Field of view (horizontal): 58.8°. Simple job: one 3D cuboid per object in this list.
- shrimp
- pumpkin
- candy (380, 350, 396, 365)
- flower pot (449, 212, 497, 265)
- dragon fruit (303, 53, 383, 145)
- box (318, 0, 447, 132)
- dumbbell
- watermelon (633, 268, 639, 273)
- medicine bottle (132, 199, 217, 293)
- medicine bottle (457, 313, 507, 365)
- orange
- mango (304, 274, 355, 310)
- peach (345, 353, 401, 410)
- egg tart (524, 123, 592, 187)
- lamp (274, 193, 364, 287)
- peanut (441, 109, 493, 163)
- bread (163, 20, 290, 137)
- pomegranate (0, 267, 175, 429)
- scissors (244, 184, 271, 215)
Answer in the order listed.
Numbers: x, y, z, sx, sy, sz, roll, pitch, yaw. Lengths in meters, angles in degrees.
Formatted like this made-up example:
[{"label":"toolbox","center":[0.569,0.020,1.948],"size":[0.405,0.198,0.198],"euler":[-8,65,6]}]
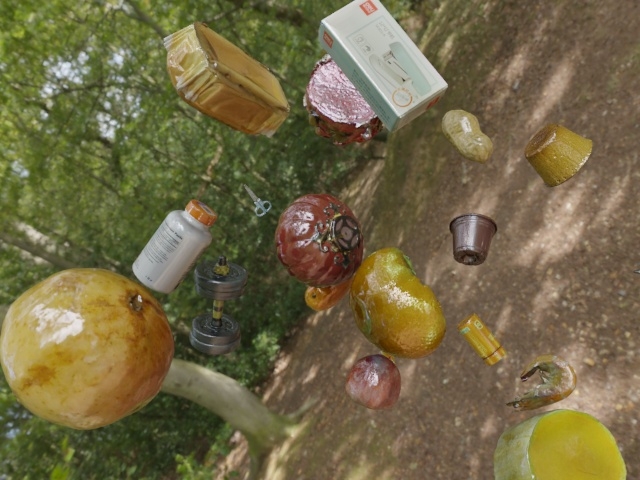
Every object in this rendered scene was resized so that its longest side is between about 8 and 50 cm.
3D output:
[{"label":"shrimp","center":[0.683,0.456,1.782],"size":[0.249,0.068,0.150],"euler":[-43,45,22]},{"label":"pumpkin","center":[0.666,0.627,1.577],"size":[0.199,0.332,0.332],"euler":[83,-153,-58]},{"label":"candy","center":[0.219,0.384,1.819],"size":[0.062,0.038,0.122],"euler":[59,-163,-73]},{"label":"flower pot","center":[0.344,0.005,1.289],"size":[0.111,0.111,0.089],"euler":[121,164,-58]},{"label":"dragon fruit","center":[0.083,-0.463,2.050],"size":[0.263,0.296,0.314],"euler":[94,-177,-71]},{"label":"box","center":[0.121,-0.363,1.157],"size":[0.135,0.269,0.079],"euler":[-34,-9,-12]},{"label":"dumbbell","center":[-0.355,0.230,1.967],"size":[0.185,0.185,0.388],"euler":[-72,-7,-69]},{"label":"watermelon","center":[0.860,0.050,1.187],"size":[0.359,0.279,0.279],"euler":[-19,41,56]},{"label":"medicine bottle","center":[-0.441,0.013,1.761],"size":[0.288,0.157,0.157],"euler":[-52,5,10]},{"label":"medicine bottle","center":[0.632,0.389,2.230],"size":[0.096,0.192,0.096],"euler":[-38,-8,-6]},{"label":"orange","center":[0.198,0.177,1.607],"size":[0.262,0.196,0.334],"euler":[-62,40,37]},{"label":"mango","center":[0.046,0.170,1.996],"size":[0.217,0.102,0.141],"euler":[-32,-46,-36]},{"label":"peach","center":[0.151,0.381,1.548],"size":[0.152,0.152,0.152],"euler":[-64,3,6]},{"label":"egg tart","center":[0.830,-0.305,1.995],"size":[0.215,0.171,0.215],"euler":[-51,9,11]},{"label":"lamp","center":[0.000,0.000,1.794],"size":[0.257,0.303,0.303],"euler":[-18,40,48]},{"label":"peanut","center":[0.431,-0.310,1.672],"size":[0.108,0.095,0.226],"euler":[96,158,-48]},{"label":"bread","center":[-0.169,-0.287,1.049],"size":[0.107,0.241,0.136],"euler":[-33,62,25]},{"label":"pomegranate","center":[-0.551,0.258,1.306],"size":[0.410,0.410,0.410],"euler":[-64,3,6]},{"label":"scissors","center":[-0.124,-0.079,1.081],"size":[0.036,0.083,0.006],"euler":[-39,43,-2]}]
